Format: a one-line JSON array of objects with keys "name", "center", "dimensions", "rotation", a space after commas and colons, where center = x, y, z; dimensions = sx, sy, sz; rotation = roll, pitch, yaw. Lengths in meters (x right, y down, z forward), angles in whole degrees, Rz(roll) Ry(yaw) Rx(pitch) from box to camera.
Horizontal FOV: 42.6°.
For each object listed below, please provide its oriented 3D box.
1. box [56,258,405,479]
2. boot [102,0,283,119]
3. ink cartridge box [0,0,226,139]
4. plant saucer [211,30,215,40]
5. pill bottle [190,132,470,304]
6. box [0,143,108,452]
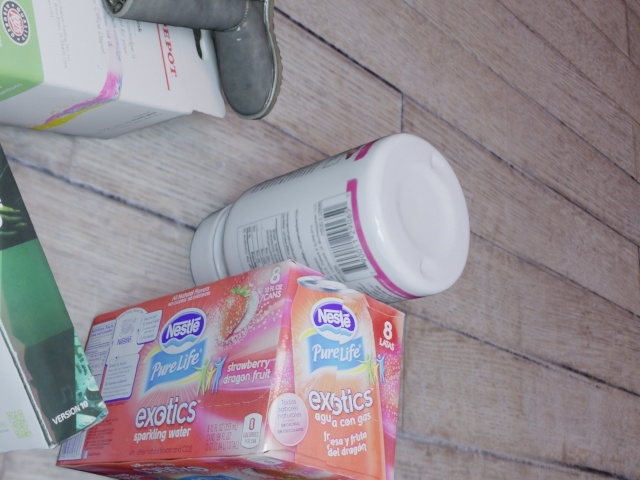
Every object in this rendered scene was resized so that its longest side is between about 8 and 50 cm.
[{"name": "box", "center": [-0.085, 0.134, 0.725], "dimensions": [0.142, 0.299, 0.154], "rotation": [27, 59, -38]}, {"name": "boot", "center": [-0.118, -0.210, 0.785], "dimensions": [0.208, 0.076, 0.190], "rotation": [-18, 104, -65]}, {"name": "ink cartridge box", "center": [-0.237, -0.210, 0.758], "dimensions": [0.353, 0.119, 0.207], "rotation": [-2, 80, -66]}, {"name": "plant saucer", "center": [-0.108, -0.299, 0.948], "dimensions": [0.198, 0.036, 0.199], "rotation": [-13, 90, -84]}, {"name": "pill bottle", "center": [0.000, 0.000, 0.869], "dimensions": [0.160, 0.283, 0.161], "rotation": [16, 67, -44]}, {"name": "box", "center": [-0.295, 0.001, 0.587], "dimensions": [0.058, 0.232, 0.322], "rotation": [-29, 101, -52]}]
